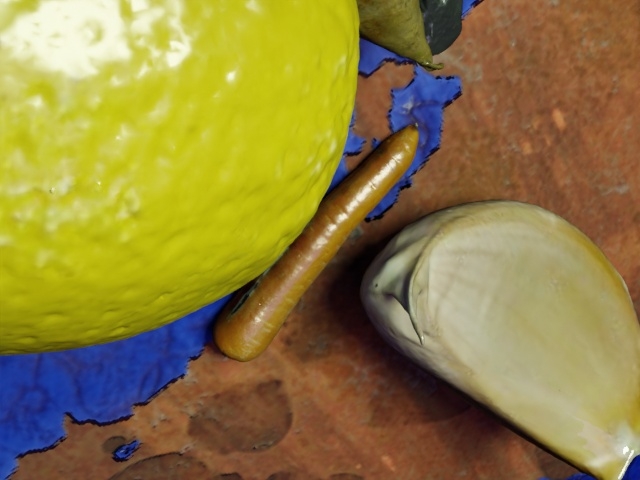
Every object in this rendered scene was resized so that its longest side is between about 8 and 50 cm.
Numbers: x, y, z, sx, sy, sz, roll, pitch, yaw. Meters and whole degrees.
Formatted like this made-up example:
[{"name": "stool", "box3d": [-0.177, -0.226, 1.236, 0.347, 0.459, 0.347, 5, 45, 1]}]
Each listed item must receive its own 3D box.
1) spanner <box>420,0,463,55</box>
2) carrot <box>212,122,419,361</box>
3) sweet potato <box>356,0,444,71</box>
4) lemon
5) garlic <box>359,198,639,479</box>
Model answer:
[{"name": "spanner", "box3d": [0.101, -0.199, 0.606, 0.046, 0.012, 0.208, 18, 107, -36]}, {"name": "carrot", "box3d": [0.000, 0.000, 0.653, 0.190, 0.037, 0.037, -49, 129, 3]}, {"name": "sweet potato", "box3d": [-0.011, -0.195, 0.510, 0.075, 0.075, 0.269, -30, 119, -10]}, {"name": "lemon", "box3d": [-0.127, -0.077, 0.400, 0.311, 0.253, 0.253, -1, 118, -28]}, {"name": "garlic", "box3d": [0.117, 0.056, 0.671, 0.245, 0.164, 0.145, 33, 116, -33]}]
